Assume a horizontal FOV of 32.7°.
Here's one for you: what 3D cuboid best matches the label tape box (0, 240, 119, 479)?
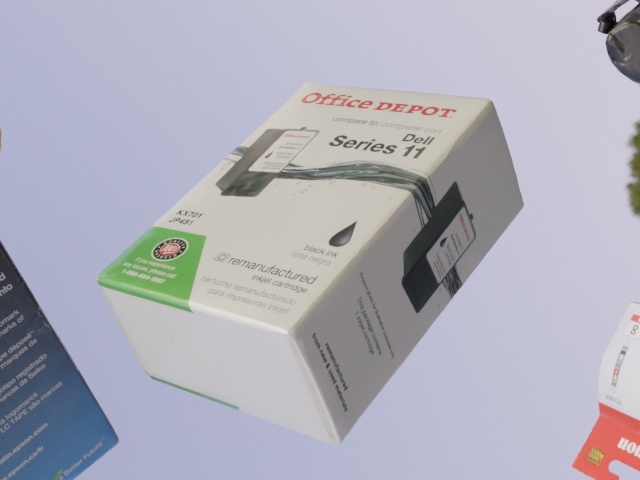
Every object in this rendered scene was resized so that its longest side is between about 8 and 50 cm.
[{"bbox_3d":[-0.306,0.087,0.710,0.106,0.240,0.333,31,150,40],"label":"label tape box"}]

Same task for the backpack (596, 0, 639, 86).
[{"bbox_3d":[0.401,-0.231,1.220,0.182,0.152,0.115,-37,-67,-61],"label":"backpack"}]

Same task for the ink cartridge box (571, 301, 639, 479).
[{"bbox_3d":[0.318,0.157,1.051,0.045,0.179,0.145,34,174,-29],"label":"ink cartridge box"}]

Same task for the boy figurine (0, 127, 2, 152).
[{"bbox_3d":[-0.503,-0.160,1.514,0.092,0.285,0.177,-30,-76,-24],"label":"boy figurine"}]

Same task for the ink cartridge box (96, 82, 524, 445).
[{"bbox_3d":[0.000,0.000,0.639,0.208,0.153,0.087,-48,-48,-33],"label":"ink cartridge box"}]
